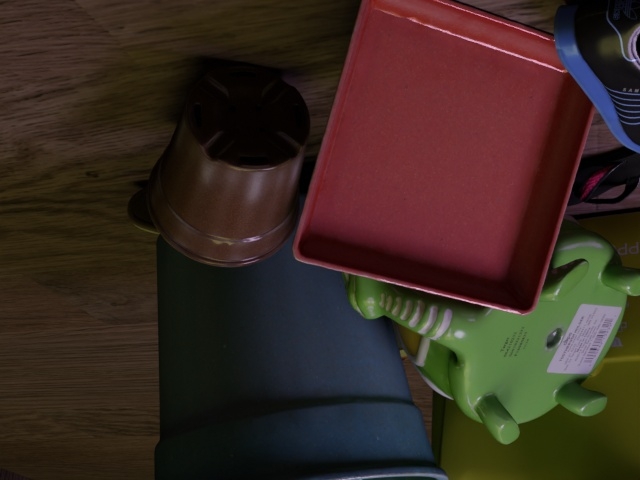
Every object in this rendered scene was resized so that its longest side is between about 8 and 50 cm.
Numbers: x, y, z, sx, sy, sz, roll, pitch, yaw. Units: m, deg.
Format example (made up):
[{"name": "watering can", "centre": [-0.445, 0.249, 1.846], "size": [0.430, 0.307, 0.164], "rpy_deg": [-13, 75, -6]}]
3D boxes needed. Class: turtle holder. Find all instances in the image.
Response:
[{"name": "turtle holder", "centre": [0.174, 0.079, 1.328], "size": [0.320, 0.227, 0.243], "rpy_deg": [-24, 131, -28]}]

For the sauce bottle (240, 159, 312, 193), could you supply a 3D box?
[{"name": "sauce bottle", "centre": [-0.073, -0.072, 1.414], "size": [0.128, 0.042, 0.042], "rpy_deg": [5, 158, -5]}]

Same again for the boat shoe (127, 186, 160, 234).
[{"name": "boat shoe", "centre": [-0.138, -0.034, 1.494], "size": [0.190, 0.068, 0.072], "rpy_deg": [0, 169, 11]}]

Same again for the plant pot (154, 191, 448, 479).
[{"name": "plant pot", "centre": [-0.050, 0.140, 1.420], "size": [0.341, 0.334, 0.341], "rpy_deg": [-9, 163, -3]}]

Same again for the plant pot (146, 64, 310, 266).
[{"name": "plant pot", "centre": [-0.086, -0.083, 1.250], "size": [0.167, 0.167, 0.165], "rpy_deg": [9, 150, -11]}]

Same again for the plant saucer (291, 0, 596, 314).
[{"name": "plant saucer", "centre": [0.115, -0.082, 1.127], "size": [0.259, 0.259, 0.048], "rpy_deg": [14, -176, -22]}]

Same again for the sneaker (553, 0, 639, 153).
[{"name": "sneaker", "centre": [0.300, -0.146, 1.106], "size": [0.090, 0.081, 0.232], "rpy_deg": [-4, 156, 38]}]

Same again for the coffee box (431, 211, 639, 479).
[{"name": "coffee box", "centre": [0.355, 0.183, 1.567], "size": [0.338, 0.338, 0.334], "rpy_deg": [-8, 155, 26]}]

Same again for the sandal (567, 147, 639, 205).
[{"name": "sandal", "centre": [0.322, -0.067, 1.351], "size": [0.067, 0.040, 0.179], "rpy_deg": [19, 154, -32]}]

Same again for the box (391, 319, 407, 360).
[{"name": "box", "centre": [0.017, 0.140, 1.735], "size": [0.149, 0.126, 0.232], "rpy_deg": [-4, 158, -27]}]
